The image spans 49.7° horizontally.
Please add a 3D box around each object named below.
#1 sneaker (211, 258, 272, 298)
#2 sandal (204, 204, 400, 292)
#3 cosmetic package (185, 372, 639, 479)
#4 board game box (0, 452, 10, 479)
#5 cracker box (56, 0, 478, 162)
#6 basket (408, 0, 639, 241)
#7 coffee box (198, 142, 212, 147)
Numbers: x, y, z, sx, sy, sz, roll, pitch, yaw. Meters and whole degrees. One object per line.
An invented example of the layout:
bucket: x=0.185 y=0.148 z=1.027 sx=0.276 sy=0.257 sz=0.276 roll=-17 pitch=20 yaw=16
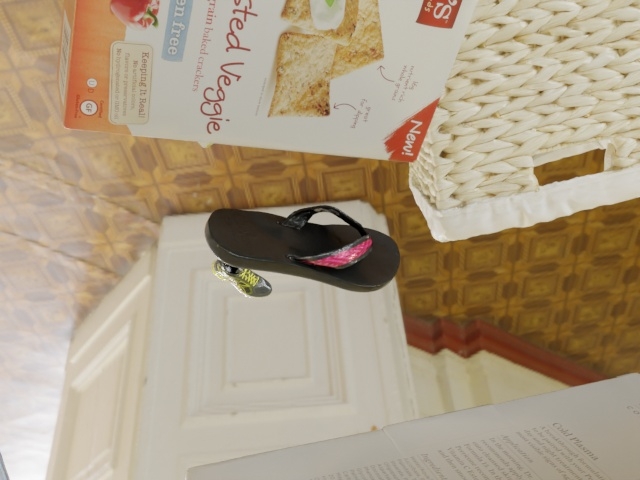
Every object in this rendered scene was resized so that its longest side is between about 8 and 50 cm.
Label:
sneaker: x=-0.098 y=0.047 z=0.872 sx=0.083 sy=0.031 sz=0.035 roll=26 pitch=156 yaw=-9
sandal: x=0.000 y=0.000 z=0.521 sx=0.179 sy=0.067 sz=0.040 roll=8 pitch=130 yaw=-39
cosmetic package: x=0.128 y=0.195 z=0.235 sx=0.284 sy=0.377 sz=0.097 roll=-9 pitch=111 yaw=-17
board game box: x=-0.336 y=0.236 z=0.639 sx=0.090 sy=0.090 sz=0.020 roll=-24 pitch=149 yaw=-21
cracker box: x=-0.026 y=-0.136 z=0.408 sx=0.232 sy=0.067 sz=0.156 roll=1 pitch=124 yaw=-26
basket: x=0.263 y=-0.187 z=0.881 sx=0.328 sy=0.331 sz=0.266 roll=-13 pitch=105 yaw=5
coffee box: x=-0.111 y=-0.405 z=1.064 sx=0.338 sy=0.338 sz=0.334 roll=-31 pitch=107 yaw=25
